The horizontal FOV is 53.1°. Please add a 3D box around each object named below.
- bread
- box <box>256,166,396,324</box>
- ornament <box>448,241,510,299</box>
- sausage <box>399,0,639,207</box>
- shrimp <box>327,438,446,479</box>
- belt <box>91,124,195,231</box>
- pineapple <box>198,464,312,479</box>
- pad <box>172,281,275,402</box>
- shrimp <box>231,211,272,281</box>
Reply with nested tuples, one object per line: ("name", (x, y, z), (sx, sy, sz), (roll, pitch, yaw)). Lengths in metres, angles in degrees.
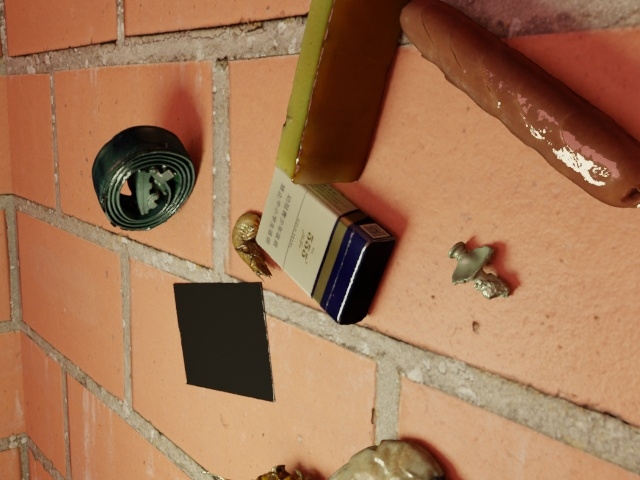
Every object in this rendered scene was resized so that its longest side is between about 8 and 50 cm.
("bread", (0.036, -0.261, 0.943), (0.077, 0.138, 0.362), (38, 122, 42))
("box", (0.000, 0.000, 1.073), (0.259, 0.071, 0.168), (42, 126, 36))
("ornament", (0.209, 0.040, 0.861), (0.068, 0.041, 0.092), (-24, 64, 25))
("sausage", (0.227, -0.187, 0.775), (0.433, 0.087, 0.088), (50, 130, 32))
("shrimp", (0.079, 0.474, 0.943), (0.246, 0.085, 0.361), (1, 65, 34))
("belt", (-0.390, -0.129, 1.403), (0.116, 0.206, 0.268), (58, 140, 30))
("pineapple", (-0.060, 0.494, 1.133), (0.161, 0.158, 0.334), (-52, 43, 6))
("pad", (-0.223, 0.214, 1.414), (0.367, 0.007, 0.248), (-6, 90, 49))
("shrimp", (-0.124, 0.008, 1.252), (0.095, 0.045, 0.162), (-52, 50, 15))
